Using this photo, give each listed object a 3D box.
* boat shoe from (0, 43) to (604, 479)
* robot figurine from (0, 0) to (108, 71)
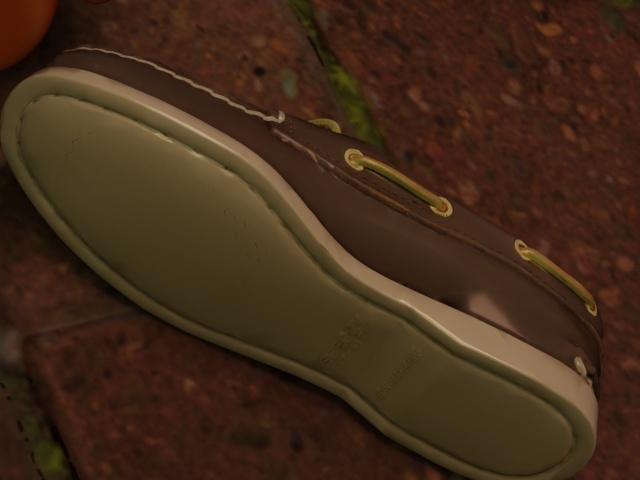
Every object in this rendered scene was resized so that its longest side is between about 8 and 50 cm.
[{"bbox_3d":[0.000,0.000,0.867,0.324,0.116,0.096,31,45,-10],"label":"boat shoe"},{"bbox_3d":[-0.178,-0.169,0.880,0.128,0.158,0.219,56,35,-41],"label":"robot figurine"}]
